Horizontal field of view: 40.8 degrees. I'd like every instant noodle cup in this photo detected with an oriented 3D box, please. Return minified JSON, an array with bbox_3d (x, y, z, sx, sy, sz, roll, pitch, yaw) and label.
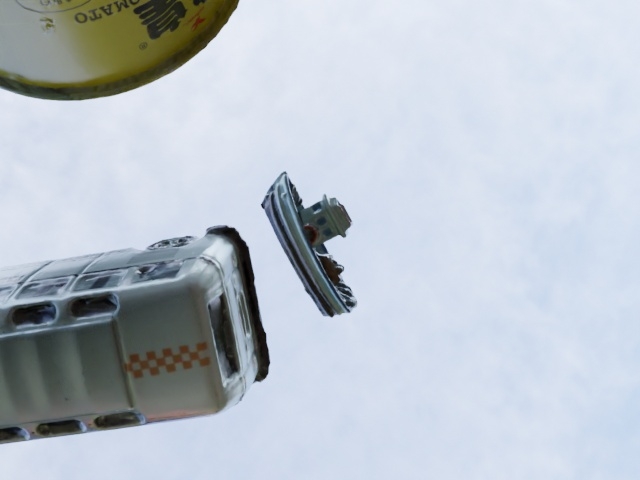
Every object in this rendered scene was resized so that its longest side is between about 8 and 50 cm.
[{"bbox_3d":[-0.232,-0.321,0.730,0.326,0.325,0.254,-51,-17,-16],"label":"instant noodle cup"}]

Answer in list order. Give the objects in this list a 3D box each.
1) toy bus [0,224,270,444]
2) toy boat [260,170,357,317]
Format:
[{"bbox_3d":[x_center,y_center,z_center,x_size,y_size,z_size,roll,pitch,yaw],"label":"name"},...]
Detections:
[{"bbox_3d":[-0.127,0.053,0.420,0.193,0.089,0.087,-8,-78,7],"label":"toy bus"},{"bbox_3d":[0.000,0.000,0.767,0.066,0.059,0.140,-29,-87,9],"label":"toy boat"}]
